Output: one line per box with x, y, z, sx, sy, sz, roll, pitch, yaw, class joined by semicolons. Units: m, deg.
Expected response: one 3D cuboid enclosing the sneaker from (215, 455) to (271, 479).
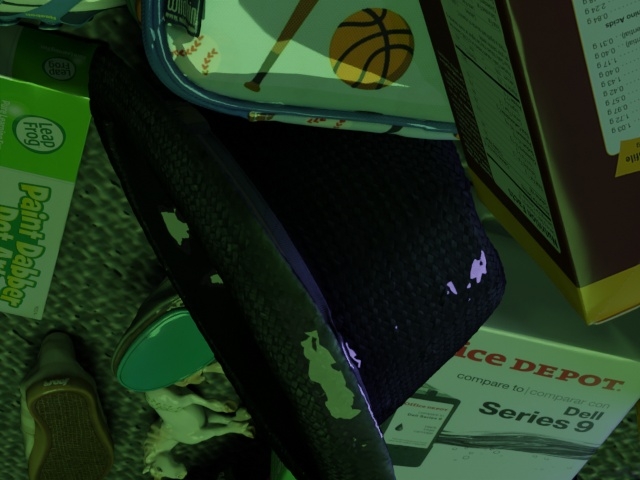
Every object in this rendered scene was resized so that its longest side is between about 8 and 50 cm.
-0.076;0.250;1.212;0.120;0.112;0.299;-6;175;-42;sneaker

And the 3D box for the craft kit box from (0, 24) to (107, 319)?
-0.286;-0.059;0.908;0.246;0.061;0.250;11;140;-12;craft kit box

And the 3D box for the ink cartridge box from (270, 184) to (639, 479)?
0.097;0.101;1.009;0.211;0.122;0.289;12;140;-8;ink cartridge box

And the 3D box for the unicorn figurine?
-0.112;0.152;1.150;0.111;0.060;0.162;-6;123;14;unicorn figurine

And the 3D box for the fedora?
0.000;0.000;0.767;0.152;0.334;0.334;-29;140;-11;fedora

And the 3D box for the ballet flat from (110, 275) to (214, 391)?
-0.076;0.032;0.980;0.072;0.068;0.213;27;127;-32;ballet flat

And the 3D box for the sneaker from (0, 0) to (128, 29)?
-0.164;-0.147;0.789;0.144;0.053;0.059;-7;141;15;sneaker

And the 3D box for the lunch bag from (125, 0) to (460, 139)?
0.053;-0.173;0.623;0.303;0.115;0.243;4;117;-17;lunch bag

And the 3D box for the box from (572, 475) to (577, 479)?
0.102;0.261;1.253;0.231;0.056;0.183;8;140;-4;box

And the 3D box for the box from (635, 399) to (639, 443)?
0.345;0.166;1.113;0.168;0.059;0.054;19;137;-17;box

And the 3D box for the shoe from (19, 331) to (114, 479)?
-0.219;0.155;1.164;0.076;0.058;0.219;-9;147;-15;shoe

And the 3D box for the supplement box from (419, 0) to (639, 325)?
0.147;-0.106;0.546;0.191;0.129;0.194;-22;120;-5;supplement box
